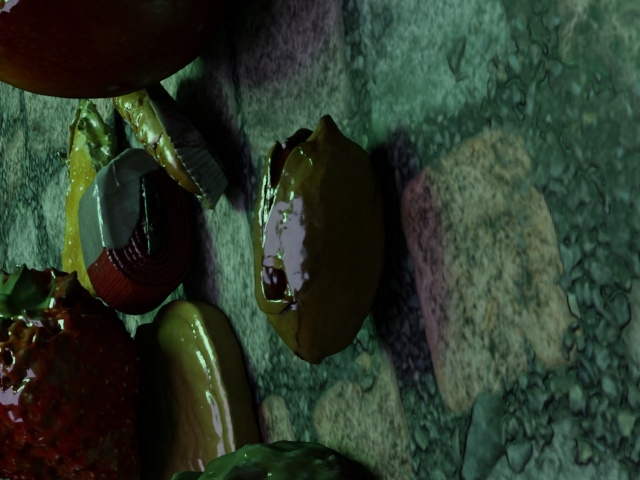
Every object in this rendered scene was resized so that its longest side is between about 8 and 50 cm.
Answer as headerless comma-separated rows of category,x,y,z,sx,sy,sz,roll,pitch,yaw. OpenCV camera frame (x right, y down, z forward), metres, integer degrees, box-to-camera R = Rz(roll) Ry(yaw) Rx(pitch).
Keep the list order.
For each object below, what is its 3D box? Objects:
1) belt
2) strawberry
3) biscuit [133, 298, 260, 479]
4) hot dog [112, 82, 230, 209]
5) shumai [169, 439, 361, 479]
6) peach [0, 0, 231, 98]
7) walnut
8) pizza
belt,-0.233,-0.016,1.804,0.124,0.128,0.201,-40,56,57
strawberry,-0.346,0.223,1.836,0.312,0.267,0.351,41,154,55
biscuit,-0.173,0.271,1.818,0.365,0.062,0.385,-17,80,63
hot dog,-0.186,-0.128,1.726,0.253,0.069,0.131,50,176,46
shumai,-0.124,0.398,1.451,0.395,0.348,0.395,3,94,56
peach,-0.252,-0.327,1.598,0.406,0.310,0.335,162,105,-69
walnut,0.000,0.000,1.371,0.137,0.137,0.245,16,100,61
pizza,-0.303,-0.064,1.998,0.280,0.075,0.288,-11,83,58
